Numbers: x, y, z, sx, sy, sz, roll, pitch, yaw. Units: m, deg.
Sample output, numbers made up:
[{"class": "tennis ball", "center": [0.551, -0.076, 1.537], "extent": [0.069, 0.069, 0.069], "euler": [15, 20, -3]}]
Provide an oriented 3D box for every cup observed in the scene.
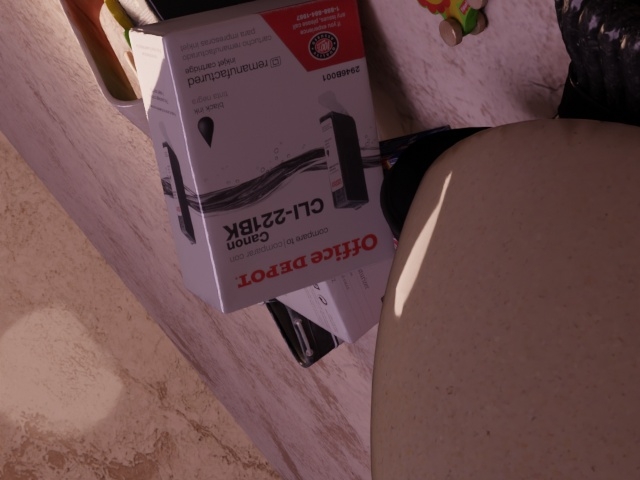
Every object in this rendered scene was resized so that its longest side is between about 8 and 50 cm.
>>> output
[{"class": "cup", "center": [0.161, 0.122, 0.685], "extent": [0.331, 0.237, 0.331], "euler": [24, 150, 15]}]

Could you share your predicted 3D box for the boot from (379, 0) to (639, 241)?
[{"class": "boot", "center": [0.170, -0.081, 0.745], "extent": [0.348, 0.131, 0.260], "euler": [12, 146, 33]}]

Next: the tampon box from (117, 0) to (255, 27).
[{"class": "tampon box", "center": [-0.144, -0.272, 1.183], "extent": [0.161, 0.120, 0.101], "euler": [56, 161, -12]}]

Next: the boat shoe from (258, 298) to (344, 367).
[{"class": "boat shoe", "center": [-0.071, 0.053, 1.606], "extent": [0.113, 0.105, 0.306], "euler": [19, 142, 57]}]

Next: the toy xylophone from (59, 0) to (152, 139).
[{"class": "toy xylophone", "center": [-0.233, -0.239, 1.369], "extent": [0.323, 0.081, 0.236], "euler": [60, -173, 19]}]

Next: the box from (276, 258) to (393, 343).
[{"class": "box", "center": [0.000, 0.000, 1.333], "extent": [0.182, 0.119, 0.181], "euler": [27, 148, 50]}]

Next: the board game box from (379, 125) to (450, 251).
[{"class": "board game box", "center": [0.115, -0.015, 1.140], "extent": [0.194, 0.060, 0.194], "euler": [57, 160, -12]}]

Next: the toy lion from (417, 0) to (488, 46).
[{"class": "toy lion", "center": [0.102, -0.213, 0.875], "extent": [0.096, 0.034, 0.100], "euler": [57, 161, 8]}]

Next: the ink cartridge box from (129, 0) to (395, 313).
[{"class": "ink cartridge box", "center": [-0.052, -0.089, 1.060], "extent": [0.114, 0.197, 0.273], "euler": [28, 132, 60]}]
